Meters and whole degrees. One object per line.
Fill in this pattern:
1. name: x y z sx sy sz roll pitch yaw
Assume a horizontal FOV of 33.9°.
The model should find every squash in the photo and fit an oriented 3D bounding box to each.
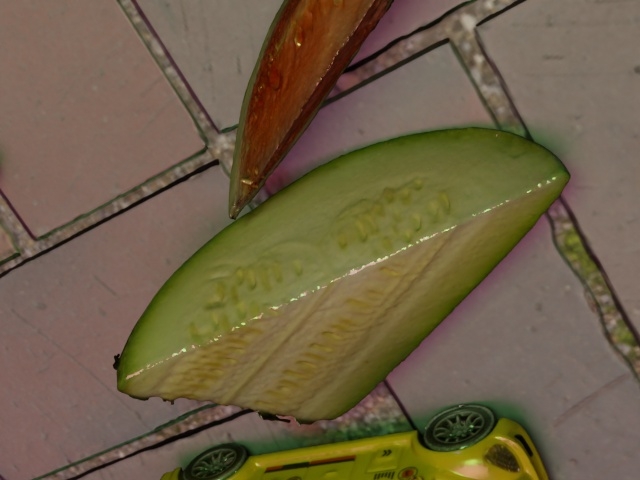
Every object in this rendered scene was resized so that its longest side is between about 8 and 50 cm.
1. squash: 0.000 0.000 0.742 0.203 0.111 0.288 15 129 -31

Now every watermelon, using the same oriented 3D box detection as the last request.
1. watermelon: -0.004 -0.121 0.684 0.063 0.119 0.245 30 128 -13

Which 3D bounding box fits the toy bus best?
1. toy bus: 0.018 0.244 0.839 0.330 0.152 0.144 -13 110 21
